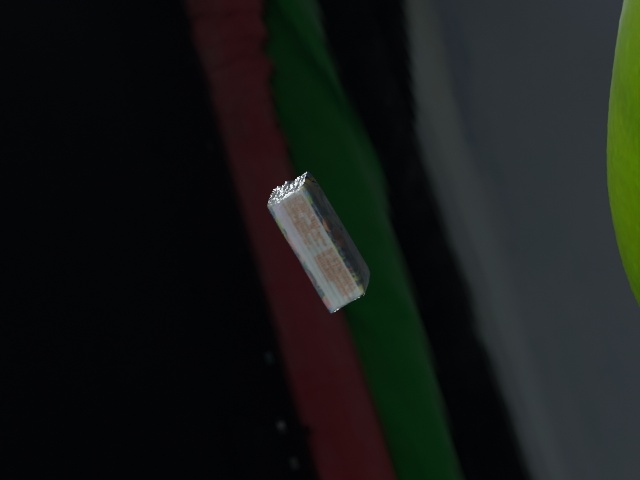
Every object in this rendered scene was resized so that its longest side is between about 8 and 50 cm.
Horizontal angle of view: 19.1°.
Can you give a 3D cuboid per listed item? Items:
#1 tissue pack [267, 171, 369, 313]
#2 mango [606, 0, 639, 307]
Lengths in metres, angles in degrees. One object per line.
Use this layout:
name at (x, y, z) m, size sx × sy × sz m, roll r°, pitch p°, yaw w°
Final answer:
tissue pack at (0.000, 0.000, 1.237) m, size 0.083 × 0.035 × 0.063 m, roll 58°, pitch -172°, yaw -8°
mango at (0.207, -0.051, 0.736) m, size 0.343 × 0.192 × 0.156 m, roll 91°, pitch 176°, yaw -50°
